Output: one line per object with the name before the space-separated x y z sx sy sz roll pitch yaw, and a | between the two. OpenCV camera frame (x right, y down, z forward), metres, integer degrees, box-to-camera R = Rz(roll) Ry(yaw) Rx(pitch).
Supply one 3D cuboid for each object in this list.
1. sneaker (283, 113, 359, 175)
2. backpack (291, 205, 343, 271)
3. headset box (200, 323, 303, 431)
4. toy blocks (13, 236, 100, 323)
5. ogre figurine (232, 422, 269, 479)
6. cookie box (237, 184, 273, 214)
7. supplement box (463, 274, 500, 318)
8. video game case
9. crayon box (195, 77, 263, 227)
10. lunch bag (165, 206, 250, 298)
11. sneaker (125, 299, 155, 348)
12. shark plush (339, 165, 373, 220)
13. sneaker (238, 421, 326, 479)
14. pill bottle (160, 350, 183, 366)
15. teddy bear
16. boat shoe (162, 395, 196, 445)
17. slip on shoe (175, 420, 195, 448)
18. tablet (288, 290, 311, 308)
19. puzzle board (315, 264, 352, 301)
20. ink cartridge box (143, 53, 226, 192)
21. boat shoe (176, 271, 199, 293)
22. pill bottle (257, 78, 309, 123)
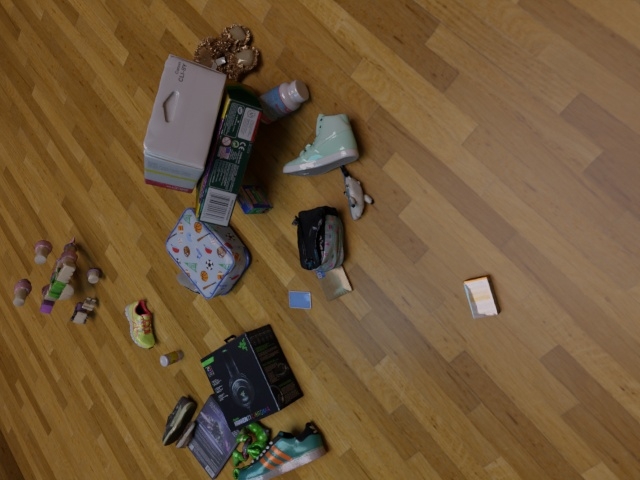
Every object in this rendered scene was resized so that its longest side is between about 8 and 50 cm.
sneaker | -0.008 -0.278 1.364 0.256 0.094 0.151 -13 81 35
backpack | 0.000 0.000 1.365 0.152 0.115 0.182 -13 77 53
headset box | -0.235 0.444 1.555 0.246 0.131 0.283 -33 77 30
toy blocks | -1.142 0.159 2.084 0.288 0.309 0.260 -57 33 11
ogre figurine | -0.235 0.712 1.599 0.118 0.097 0.197 -1 52 28
cookie box | -0.215 -0.130 1.496 0.040 0.107 0.092 -39 74 29
supplement box | 0.403 0.141 1.173 0.062 0.036 0.098 -17 86 32
video game case | -0.401 0.734 1.755 0.196 0.026 0.274 42 114 22
crayon box | -0.284 -0.271 1.415 0.313 0.106 0.363 -113 41 -59
lunch bag | -0.400 0.040 1.632 0.303 0.115 0.243 48 119 18
sneaker | -0.711 0.332 1.877 0.094 0.081 0.208 -37 75 28
shark plush | 0.079 -0.140 1.343 0.161 0.073 0.067 60 151 8
sneaker | -0.135 0.682 1.505 0.302 0.108 0.121 -25 68 5
pill bottle | -0.567 0.449 1.795 0.043 0.083 0.043 4 98 32
teddy bear | -0.344 -0.560 1.549 0.338 0.113 0.245 -45 78 20
boat shoe | -0.556 0.697 1.822 0.073 0.080 0.223 41 110 28
slip on shoe | -0.503 0.741 1.785 0.041 0.051 0.135 30 106 -15
tablet | -0.065 0.189 1.494 0.083 0.006 0.054 -1 94 32
puzzle board | 0.036 0.109 1.420 0.096 0.011 0.128 -29 79 32
ink cartridge box | -0.404 -0.312 1.366 0.385 0.160 0.279 170 112 -70
boat shoe | -0.482 0.159 1.737 0.125 0.038 0.046 24 64 28
pill bottle | -0.117 -0.421 1.416 0.160 0.087 0.087 -18 85 33
